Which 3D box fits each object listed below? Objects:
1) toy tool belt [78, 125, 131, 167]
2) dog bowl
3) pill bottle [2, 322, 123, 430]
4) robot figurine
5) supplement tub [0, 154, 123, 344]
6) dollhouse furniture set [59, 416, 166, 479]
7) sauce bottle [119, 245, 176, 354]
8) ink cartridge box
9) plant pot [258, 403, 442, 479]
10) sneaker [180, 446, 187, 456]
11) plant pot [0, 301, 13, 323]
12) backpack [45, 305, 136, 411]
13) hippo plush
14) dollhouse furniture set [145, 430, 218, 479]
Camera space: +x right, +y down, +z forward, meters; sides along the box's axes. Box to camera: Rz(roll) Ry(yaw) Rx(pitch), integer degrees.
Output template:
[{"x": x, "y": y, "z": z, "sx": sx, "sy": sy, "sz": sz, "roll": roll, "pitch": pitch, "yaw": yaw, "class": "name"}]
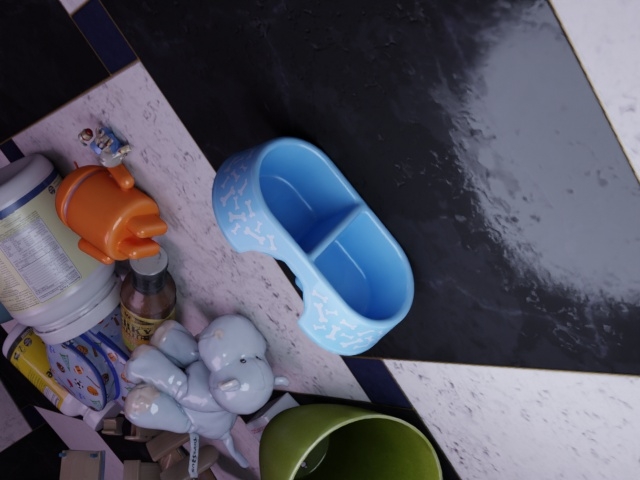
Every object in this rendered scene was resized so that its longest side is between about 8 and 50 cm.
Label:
[{"x": -0.353, "y": -0.164, "z": 1.388, "sx": 0.083, "sy": 0.052, "sz": 0.051, "roll": 45, "pitch": 119, "yaw": -3, "class": "toy tool belt"}, {"x": 0.000, "y": 0.000, "z": 1.025, "sx": 0.297, "sy": 0.166, "sz": 0.074, "roll": 50, "pitch": 139, "yaw": -6, "class": "dog bowl"}, {"x": -0.667, "y": 0.343, "z": 2.248, "sx": 0.334, "sy": 0.188, "sz": 0.188, "roll": 41, "pitch": 150, "yaw": 8, "class": "pill bottle"}, {"x": -0.367, "y": -0.051, "z": 1.456, "sx": 0.219, "sy": 0.128, "sz": 0.158, "roll": 32, "pitch": 150, "yaw": 22, "class": "robot figurine"}, {"x": -0.557, "y": 0.020, "z": 1.670, "sx": 0.235, "sy": 0.235, "sz": 0.325, "roll": 2, "pitch": 129, "yaw": 51, "class": "supplement tub"}, {"x": -0.535, "y": 0.597, "z": 2.202, "sx": 0.303, "sy": 0.286, "sz": 0.198, "roll": -8, "pitch": 163, "yaw": 25, "class": "dollhouse furniture set"}, {"x": -0.335, "y": 0.118, "z": 1.634, "sx": 0.111, "sy": 0.111, "sz": 0.344, "roll": 38, "pitch": 149, "yaw": 14, "class": "sauce bottle"}, {"x": -0.048, "y": 0.388, "z": 1.629, "sx": 0.175, "sy": 0.072, "sz": 0.127, "roll": 47, "pitch": 150, "yaw": -1, "class": "ink cartridge box"}, {"x": 0.009, "y": 0.386, "z": 1.404, "sx": 0.275, "sy": 0.275, "sz": 0.293, "roll": 57, "pitch": 163, "yaw": -18, "class": "plant pot"}, {"x": -0.407, "y": 0.631, "z": 2.367, "sx": 0.237, "sy": 0.086, "sz": 0.085, "roll": 41, "pitch": 151, "yaw": 13, "class": "sneaker"}, {"x": -0.691, "y": 0.035, "z": 1.850, "sx": 0.195, "sy": 0.290, "sz": 0.290, "roll": -12, "pitch": 118, "yaw": 37, "class": "plant pot"}, {"x": -0.477, "y": 0.257, "z": 1.901, "sx": 0.263, "sy": 0.213, "sz": 0.276, "roll": 24, "pitch": 141, "yaw": 16, "class": "backpack"}, {"x": -0.203, "y": 0.256, "z": 1.491, "sx": 0.236, "sy": 0.234, "sz": 0.294, "roll": -34, "pitch": 64, "yaw": 48, "class": "hippo plush"}, {"x": -0.188, "y": 0.643, "z": 2.044, "sx": 0.394, "sy": 0.256, "sz": 0.362, "roll": 40, "pitch": 157, "yaw": 57, "class": "dollhouse furniture set"}]
